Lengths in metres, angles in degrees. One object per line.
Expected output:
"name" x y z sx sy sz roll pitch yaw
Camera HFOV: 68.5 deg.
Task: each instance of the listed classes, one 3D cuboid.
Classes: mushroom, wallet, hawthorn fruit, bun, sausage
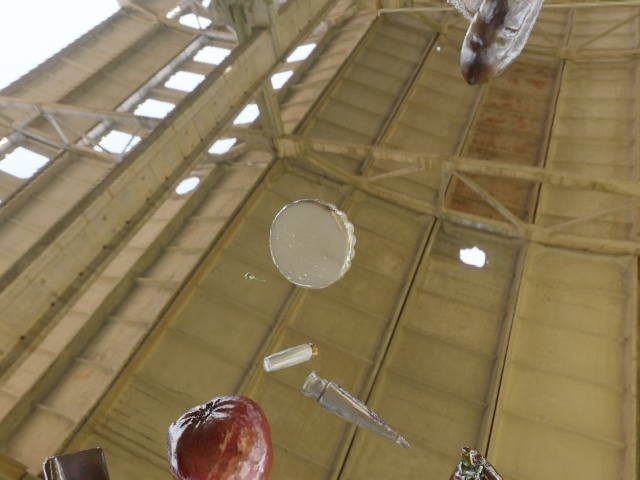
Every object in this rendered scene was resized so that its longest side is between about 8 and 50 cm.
"mushroom" 0.275 -0.419 0.848 0.148 0.227 0.217 -17 -130 -40
"wallet" -0.505 0.569 1.009 0.049 0.182 0.229 -27 -111 3
"hawthorn fruit" -0.240 0.559 1.198 0.265 0.307 0.265 -18 -175 1
"bun" 0.000 0.000 1.370 0.263 0.263 0.175 16 -164 24
"sausage" 0.248 0.446 0.726 0.117 0.317 0.125 5 -148 43

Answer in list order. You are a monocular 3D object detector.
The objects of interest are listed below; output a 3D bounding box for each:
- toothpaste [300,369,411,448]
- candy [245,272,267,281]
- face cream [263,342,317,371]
"toothpaste" 0.092 0.439 1.195 0.299 0.114 0.073 30 -112 12
"candy" -0.218 0.132 1.601 0.023 0.083 0.025 -51 -144 23
"face cream" -0.090 0.361 1.455 0.182 0.072 0.051 -7 -125 -41
